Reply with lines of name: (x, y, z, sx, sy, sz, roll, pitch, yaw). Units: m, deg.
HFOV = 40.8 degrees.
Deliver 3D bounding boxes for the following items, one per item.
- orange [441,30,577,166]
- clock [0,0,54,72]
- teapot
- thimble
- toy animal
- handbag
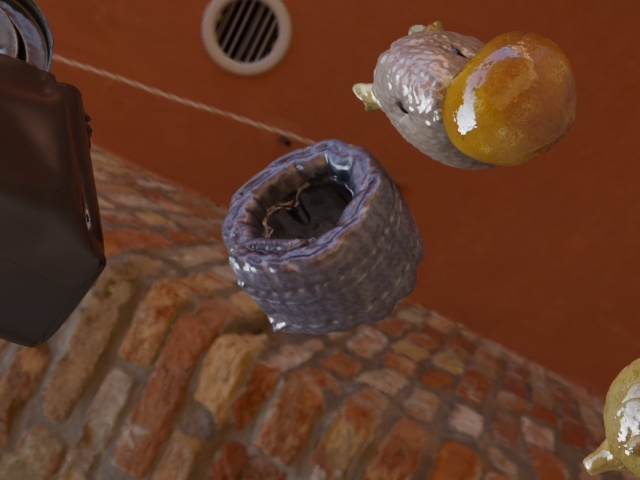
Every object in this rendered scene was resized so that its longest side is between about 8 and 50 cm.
orange: (0.213, -0.153, 0.960, 0.159, 0.136, 0.159, -48, 0, 0)
clock: (-0.545, -0.268, 1.240, 0.312, 0.312, 0.061, -61, 0, -30)
teapot: (0.487, 0.258, 1.193, 0.167, 0.203, 0.311, -14, -24, -39)
thimble: (0.002, -0.001, 0.688, 0.098, 0.150, 0.150, 56, -129, -40)
toy animal: (0.202, -0.218, 1.331, 0.188, 0.226, 0.358, -52, -28, 7)
handbag: (-0.282, -0.080, 0.580, 0.113, 0.285, 0.257, -38, 41, 28)
